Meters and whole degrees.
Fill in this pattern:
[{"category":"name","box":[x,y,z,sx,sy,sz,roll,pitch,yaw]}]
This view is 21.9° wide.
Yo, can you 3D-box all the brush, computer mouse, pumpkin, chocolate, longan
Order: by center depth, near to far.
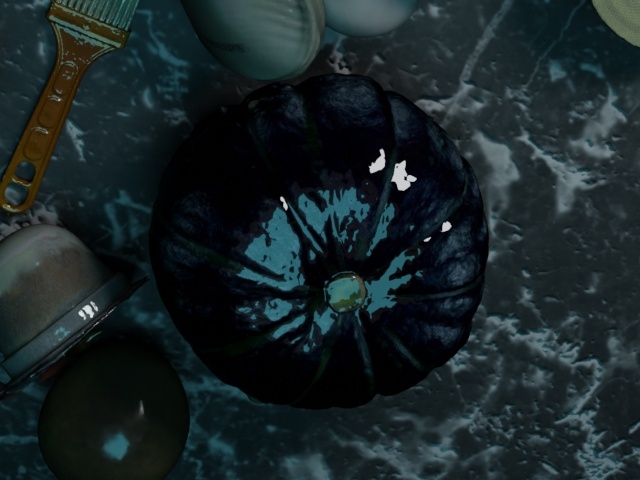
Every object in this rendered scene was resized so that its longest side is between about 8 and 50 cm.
[{"category":"computer mouse","box":[-0.101,-0.299,1.620,0.095,0.197,0.331,-43,127,-32]},{"category":"pumpkin","box":[0.000,0.000,1.742,0.363,0.266,0.363,-2,112,-6]},{"category":"brush","box":[-0.278,-0.159,1.764,0.090,0.017,0.314,21,112,-14]},{"category":"chocolate","box":[-0.307,0.063,1.793,0.147,0.221,0.221,45,104,-1]},{"category":"longan","box":[-0.233,0.206,1.873,0.167,0.167,0.187,20,90,-17]}]

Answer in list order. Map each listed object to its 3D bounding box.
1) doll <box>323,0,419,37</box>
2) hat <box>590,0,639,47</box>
[{"category":"doll","box":[0.072,-0.293,1.643,0.251,0.221,0.221,24,119,29]},{"category":"hat","box":[0.362,-0.328,1.716,0.252,0.110,0.252,-6,114,-14]}]
